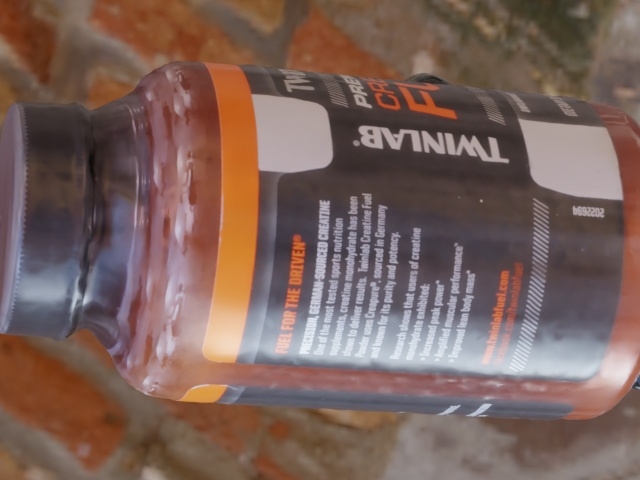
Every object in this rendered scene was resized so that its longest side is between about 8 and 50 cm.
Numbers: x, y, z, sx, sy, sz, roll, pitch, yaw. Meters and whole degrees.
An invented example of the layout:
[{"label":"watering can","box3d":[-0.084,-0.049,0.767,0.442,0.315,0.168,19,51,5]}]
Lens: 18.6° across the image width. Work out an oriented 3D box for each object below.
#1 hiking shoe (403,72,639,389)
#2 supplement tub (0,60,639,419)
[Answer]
[{"label":"hiking shoe","box3d":[0.158,0.001,0.768,0.304,0.132,0.113,29,173,-11]},{"label":"supplement tub","box3d":[0.000,0.000,0.605,0.197,0.106,0.106,4,145,-16]}]
